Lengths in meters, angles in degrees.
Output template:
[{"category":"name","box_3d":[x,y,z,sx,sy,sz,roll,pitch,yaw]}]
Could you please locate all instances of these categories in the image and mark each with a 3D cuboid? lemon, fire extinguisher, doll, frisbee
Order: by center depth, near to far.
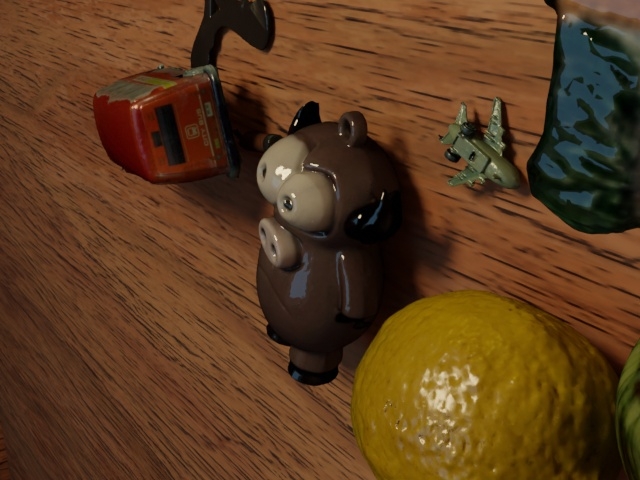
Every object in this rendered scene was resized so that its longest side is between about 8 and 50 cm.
[{"category":"lemon","box_3d":[0.113,0.121,0.669,0.193,0.180,0.181,-126,28,-78]},{"category":"doll","box_3d":[0.002,0.001,0.868,0.182,0.117,0.257,53,146,44]},{"category":"fire extinguisher","box_3d":[-0.068,-0.107,1.031,0.028,0.022,0.083,53,161,-28]},{"category":"frisbee","box_3d":[-0.114,-0.272,1.055,0.211,0.012,0.187,-7,95,60]}]

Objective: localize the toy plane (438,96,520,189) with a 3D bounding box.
[{"category":"toy plane","box_3d":[0.119,-0.066,0.723,0.083,0.033,0.080,52,128,34]}]

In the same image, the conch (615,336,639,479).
[{"category":"conch","box_3d":[0.226,0.083,0.516,0.187,0.124,0.181,-137,46,-55]}]

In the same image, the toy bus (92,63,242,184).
[{"category":"toy bus","box_3d":[-0.182,-0.133,1.093,0.265,0.120,0.121,27,132,64]}]

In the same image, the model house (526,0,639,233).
[{"category":"model house","box_3d":[0.248,-0.093,0.390,0.291,0.184,0.253,27,119,36]}]
